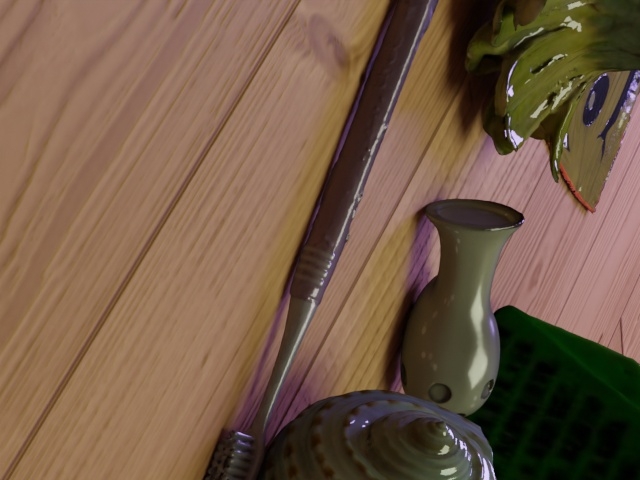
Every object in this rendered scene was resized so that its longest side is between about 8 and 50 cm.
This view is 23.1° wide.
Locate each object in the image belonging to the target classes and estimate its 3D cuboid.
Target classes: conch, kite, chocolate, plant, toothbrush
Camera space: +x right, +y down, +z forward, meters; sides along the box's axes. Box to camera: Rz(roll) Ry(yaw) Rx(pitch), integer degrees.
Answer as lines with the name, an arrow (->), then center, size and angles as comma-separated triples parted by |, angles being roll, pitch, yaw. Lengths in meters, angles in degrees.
conch -> 0.015, 0.164, 0.941 | 0.200, 0.131, 0.172 | -40, -151, 25
kite -> 0.260, -0.170, 1.401 | 0.327, 0.013, 0.377 | -42, 145, -49
chocolate -> 0.219, 0.280, 1.241 | 0.360, 0.341, 0.161 | -58, 164, -31
plant -> 0.224, -0.188, 1.091 | 0.306, 0.297, 0.261 | -51, 122, -9
toothbrush -> 0.000, 0.000, 0.922 | 0.029, 0.024, 0.354 | 30, 80, -58

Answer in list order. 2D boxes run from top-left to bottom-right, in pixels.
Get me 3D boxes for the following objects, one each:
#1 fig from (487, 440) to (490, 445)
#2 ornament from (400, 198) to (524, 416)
fig -> 0.090, 0.161, 1.154 | 0.084, 0.098, 0.082 | 40, 50, -45
ornament -> 0.098, 0.052, 1.125 | 0.075, 0.081, 0.156 | -1, 111, -21
